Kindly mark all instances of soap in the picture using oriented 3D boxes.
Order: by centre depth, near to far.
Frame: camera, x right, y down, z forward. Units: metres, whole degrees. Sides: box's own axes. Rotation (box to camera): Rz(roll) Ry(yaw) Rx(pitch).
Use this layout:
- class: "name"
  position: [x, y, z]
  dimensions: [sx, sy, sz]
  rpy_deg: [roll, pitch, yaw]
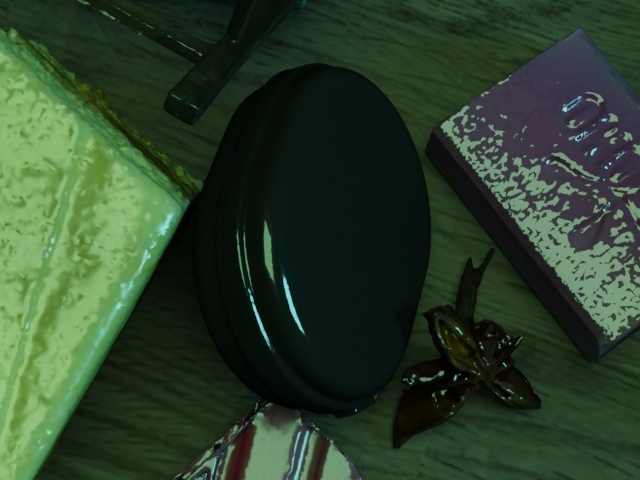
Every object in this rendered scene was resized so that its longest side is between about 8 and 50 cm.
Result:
- class: "soap"
  position: [-0.059, 0.252, 1.299]
  dimensions: [0.162, 0.099, 0.250]
  rpy_deg: [15, 74, 1]
- class: "soap"
  position: [0.241, -0.045, 1.413]
  dimensions: [0.181, 0.081, 0.259]
  rpy_deg: [-33, 78, -12]

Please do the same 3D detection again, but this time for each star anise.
- class: "star anise"
  position: [0.117, 0.083, 1.378]
  dimensions: [0.141, 0.158, 0.144]
  rpy_deg: [-11, 41, -16]

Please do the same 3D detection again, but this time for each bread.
- class: "bread"
  position: [-0.251, 0.034, 1.246]
  dimensions: [0.242, 0.346, 0.405]
  rpy_deg: [32, 81, -1]

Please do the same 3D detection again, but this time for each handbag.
- class: "handbag"
  position: [-0.001, 0.000, 1.305]
  dimensions: [0.093, 0.254, 0.308]
  rpy_deg: [-10, 44, 31]

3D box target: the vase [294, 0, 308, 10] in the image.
- class: "vase"
  position: [-0.117, -0.264, 1.453]
  dimensions: [0.219, 0.096, 0.096]
  rpy_deg: [6, 73, -5]

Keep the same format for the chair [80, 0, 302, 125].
- class: "chair"
  position: [-0.089, -0.315, 1.291]
  dimensions: [0.241, 0.203, 0.416]
  rpy_deg: [29, 41, 5]
